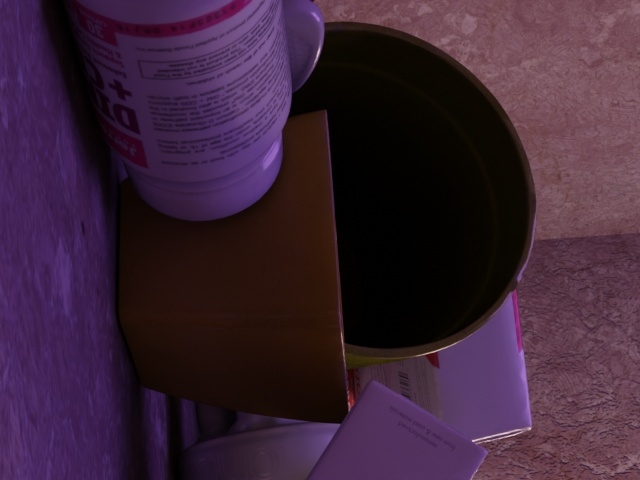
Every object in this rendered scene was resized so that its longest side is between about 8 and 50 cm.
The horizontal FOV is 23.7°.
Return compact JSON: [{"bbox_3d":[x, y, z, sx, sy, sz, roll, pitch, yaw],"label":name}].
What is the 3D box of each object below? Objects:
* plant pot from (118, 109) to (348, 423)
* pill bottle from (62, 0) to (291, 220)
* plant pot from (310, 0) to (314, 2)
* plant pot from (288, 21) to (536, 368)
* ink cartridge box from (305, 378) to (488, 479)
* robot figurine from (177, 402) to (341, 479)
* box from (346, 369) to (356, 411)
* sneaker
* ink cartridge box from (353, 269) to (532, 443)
[{"bbox_3d":[-0.076,0.033,1.351,0.212,0.187,0.212,83,3,-59],"label":"plant pot"},{"bbox_3d":[-0.104,-0.146,1.170,0.283,0.160,0.160,84,2,-57],"label":"pill bottle"},{"bbox_3d":[-0.095,-0.277,1.649,0.174,0.191,0.191,94,-8,-74],"label":"plant pot"},{"bbox_3d":[0.000,0.000,1.706,0.353,0.367,0.366,132,-43,-64],"label":"plant pot"},{"bbox_3d":[-0.003,0.305,1.299,0.353,0.119,0.207,-57,172,-9],"label":"ink cartridge box"},{"bbox_3d":[-0.038,0.316,1.596,0.300,0.200,0.353,-26,-110,50],"label":"robot figurine"},{"bbox_3d":[-0.049,0.226,2.050,0.142,0.154,0.299,-35,126,-54],"label":"box"},{"bbox_3d":[-0.082,-0.191,1.394,0.296,0.105,0.146,-35,-136,56],"label":"sneaker"},{"bbox_3d":[0.138,0.123,1.959,0.306,0.131,0.226,-165,-114,-71],"label":"ink cartridge box"}]
